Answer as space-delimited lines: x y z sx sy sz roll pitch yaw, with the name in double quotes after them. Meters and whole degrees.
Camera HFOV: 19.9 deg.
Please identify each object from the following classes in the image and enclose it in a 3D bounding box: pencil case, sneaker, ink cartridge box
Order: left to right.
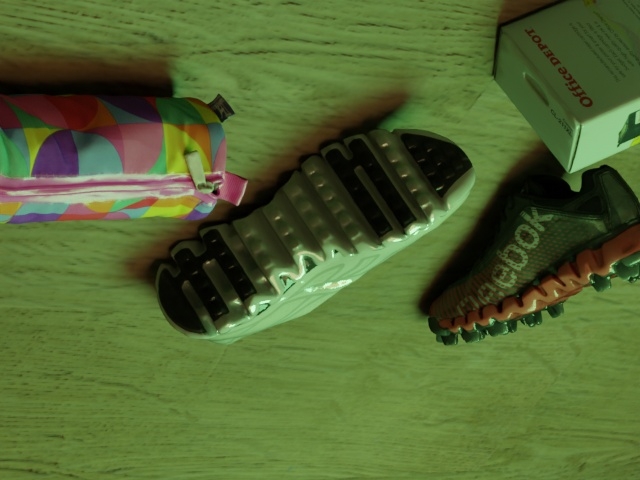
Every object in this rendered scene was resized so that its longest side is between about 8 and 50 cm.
-0.172 -0.060 1.335 0.236 0.104 0.104 -4 136 -40 "pencil case"
0.000 0.000 1.587 0.292 0.110 0.118 -27 156 2 "sneaker"
0.208 0.012 1.800 0.276 0.135 0.098 -29 170 36 "sneaker"
0.257 -0.152 1.595 0.175 0.127 0.072 -23 149 -18 "ink cartridge box"
